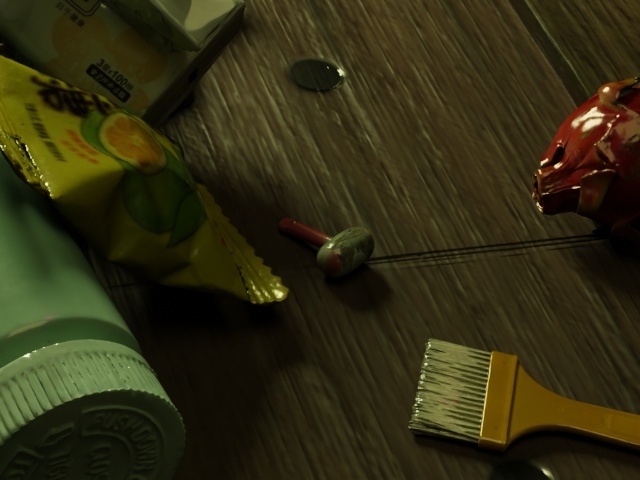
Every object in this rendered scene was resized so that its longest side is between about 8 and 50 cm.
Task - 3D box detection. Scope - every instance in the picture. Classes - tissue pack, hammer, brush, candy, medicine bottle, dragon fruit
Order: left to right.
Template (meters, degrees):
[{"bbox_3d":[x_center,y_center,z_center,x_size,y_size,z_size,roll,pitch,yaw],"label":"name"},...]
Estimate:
[{"bbox_3d":[-0.229,0.055,1.378,0.158,0.158,0.318,-13,46,-25],"label":"medicine bottle"},{"bbox_3d":[-0.195,-0.206,1.609,0.229,0.145,0.159,40,78,2],"label":"tissue pack"},{"bbox_3d":[-0.153,-0.045,1.479,0.297,0.081,0.187,28,21,-44],"label":"candy"},{"bbox_3d":[0.000,0.000,1.596,0.083,0.031,0.052,25,38,31],"label":"hammer"},{"bbox_3d":[0.206,0.138,1.491,0.272,0.013,0.103,14,41,2],"label":"brush"},{"bbox_3d":[0.256,-0.070,1.653,0.166,0.133,0.136,-15,37,-13],"label":"dragon fruit"}]
